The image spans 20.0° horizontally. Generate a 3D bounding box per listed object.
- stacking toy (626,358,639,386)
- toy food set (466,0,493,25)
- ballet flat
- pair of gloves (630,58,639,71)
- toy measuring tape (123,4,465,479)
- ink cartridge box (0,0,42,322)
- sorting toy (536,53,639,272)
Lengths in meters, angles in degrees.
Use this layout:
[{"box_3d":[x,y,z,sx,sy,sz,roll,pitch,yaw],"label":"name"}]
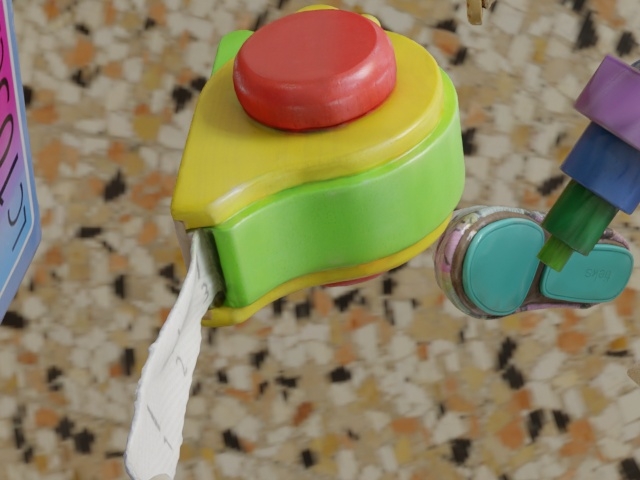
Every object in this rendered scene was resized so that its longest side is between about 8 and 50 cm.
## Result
[{"box_3d":[0.439,0.119,1.618,0.130,0.279,0.309,-36,76,-25],"label":"stacking toy"},{"box_3d":[0.092,-0.181,1.117,0.020,0.083,0.082,-12,42,7],"label":"toy food set"},{"box_3d":[0.123,0.008,1.188,0.079,0.221,0.077,28,105,35],"label":"ballet flat"},{"box_3d":[0.334,-0.098,1.467,0.198,0.159,0.023,34,79,16],"label":"pair of gloves"},{"box_3d":[0.000,0.000,0.734,0.121,0.330,0.121,3,129,4],"label":"toy measuring tape"},{"box_3d":[-0.219,0.017,0.510,0.151,0.395,0.270,8,132,10],"label":"ink cartridge box"},{"box_3d":[0.239,0.035,0.969,0.126,0.365,0.127,-56,37,7],"label":"sorting toy"}]
